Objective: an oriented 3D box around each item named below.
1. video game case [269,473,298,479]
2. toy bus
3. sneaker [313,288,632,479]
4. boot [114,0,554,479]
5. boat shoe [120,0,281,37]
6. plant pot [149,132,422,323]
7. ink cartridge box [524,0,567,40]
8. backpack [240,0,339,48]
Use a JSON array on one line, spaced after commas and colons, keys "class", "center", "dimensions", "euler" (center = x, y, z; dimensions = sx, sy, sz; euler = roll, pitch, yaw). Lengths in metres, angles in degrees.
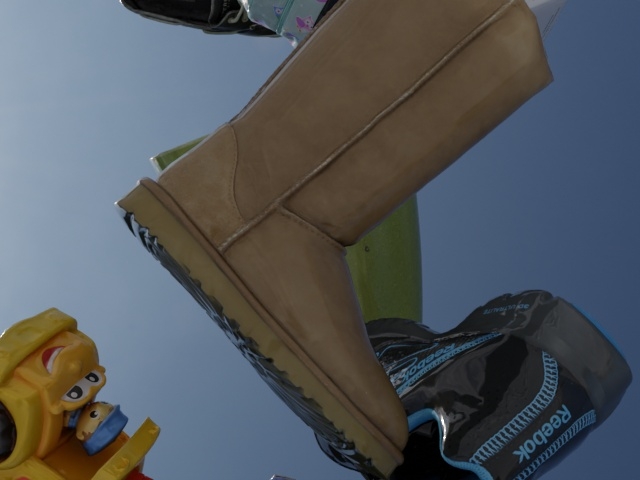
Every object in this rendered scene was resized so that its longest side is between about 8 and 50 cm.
[{"class": "video game case", "center": [0.048, 0.362, 0.727], "dimensions": [0.061, 0.244, 0.270], "euler": [120, -17, -57]}, {"class": "toy bus", "center": [-0.214, 0.201, 0.758], "dimensions": [0.211, 0.149, 0.220], "euler": [22, -66, 11]}, {"class": "sneaker", "center": [0.060, 0.132, 0.628], "dimensions": [0.125, 0.139, 0.341], "euler": [50, -30, -1]}, {"class": "boot", "center": [0.048, -0.031, 0.517], "dimensions": [0.269, 0.089, 0.236], "euler": [-42, -87, -14]}, {"class": "boat shoe", "center": [-0.097, -0.247, 0.888], "dimensions": [0.219, 0.070, 0.078], "euler": [1, -66, -3]}, {"class": "plant pot", "center": [0.000, 0.000, 0.922], "dimensions": [0.274, 0.274, 0.294], "euler": [-16, -81, 31]}, {"class": "ink cartridge box", "center": [0.160, -0.286, 1.018], "dimensions": [0.212, 0.093, 0.154], "euler": [-26, -110, -21]}, {"class": "backpack", "center": [0.004, -0.239, 0.739], "dimensions": [0.115, 0.182, 0.152], "euler": [32, -40, 5]}]
